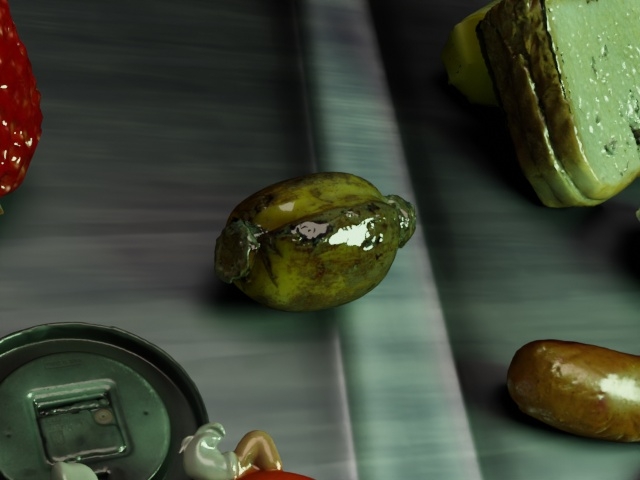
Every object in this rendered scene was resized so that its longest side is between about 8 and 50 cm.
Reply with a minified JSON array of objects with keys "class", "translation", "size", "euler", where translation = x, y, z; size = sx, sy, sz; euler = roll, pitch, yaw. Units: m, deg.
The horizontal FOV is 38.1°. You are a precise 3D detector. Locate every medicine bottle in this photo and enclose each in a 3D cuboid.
[{"class":"medicine bottle","translation":[0.247,-0.255,1.177],"size":[0.124,0.124,0.239],"euler":[36,44,13]}]

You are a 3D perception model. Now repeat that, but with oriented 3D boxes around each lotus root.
[{"class":"lotus root","translation":[0.000,0.000,0.813],"size":[0.210,0.120,0.120],"euler":[-12,53,-34]}]

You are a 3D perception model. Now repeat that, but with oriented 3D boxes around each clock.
[{"class":"clock","translation":[-0.170,0.139,0.647],"size":[0.185,0.040,0.184],"euler":[12,42,-12]}]

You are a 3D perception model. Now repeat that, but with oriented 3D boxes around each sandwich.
[{"class":"sandwich","translation":[0.314,-0.176,1.067],"size":[0.273,0.095,0.248],"euler":[-25,100,-41]}]

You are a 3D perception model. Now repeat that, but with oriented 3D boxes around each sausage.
[{"class":"sausage","translation":[0.307,0.132,0.839],"size":[0.302,0.076,0.102],"euler":[-1,40,-26]}]

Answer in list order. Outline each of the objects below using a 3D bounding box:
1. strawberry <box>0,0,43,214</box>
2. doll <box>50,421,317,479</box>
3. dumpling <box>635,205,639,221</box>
[{"class":"strawberry","translation":[-0.314,-0.135,0.711],"size":[0.205,0.244,0.205],"euler":[11,42,-10]},{"class":"doll","translation":[-0.054,0.206,0.584],"size":[0.217,0.085,0.183],"euler":[-2,78,-19]},{"class":"dumpling","translation":[0.445,0.009,0.999],"size":[0.252,0.131,0.179],"euler":[13,18,-25]}]
